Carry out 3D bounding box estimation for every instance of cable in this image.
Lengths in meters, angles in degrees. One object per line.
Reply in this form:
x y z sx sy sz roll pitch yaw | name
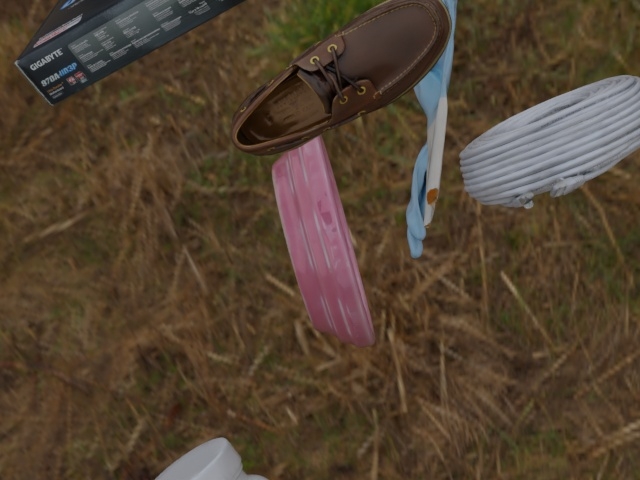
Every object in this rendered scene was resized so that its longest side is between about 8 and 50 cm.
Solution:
0.293 -0.125 1.615 0.257 0.257 0.089 -28 98 -22 | cable

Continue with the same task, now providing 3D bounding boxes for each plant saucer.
0.000 0.000 1.869 0.084 0.332 0.332 -14 54 2 | plant saucer

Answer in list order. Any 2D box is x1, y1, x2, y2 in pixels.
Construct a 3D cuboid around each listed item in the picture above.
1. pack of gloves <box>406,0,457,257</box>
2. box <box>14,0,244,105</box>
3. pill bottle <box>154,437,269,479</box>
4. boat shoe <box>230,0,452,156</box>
0.091 -0.110 1.219 0.046 0.195 0.232 8 66 1 | pack of gloves
-0.133 -0.216 1.070 0.220 0.051 0.175 -23 30 28 | box
-0.092 0.396 1.611 0.162 0.162 0.278 -37 100 -12 | pill bottle
0.012 -0.109 0.892 0.178 0.060 0.064 -30 95 23 | boat shoe
